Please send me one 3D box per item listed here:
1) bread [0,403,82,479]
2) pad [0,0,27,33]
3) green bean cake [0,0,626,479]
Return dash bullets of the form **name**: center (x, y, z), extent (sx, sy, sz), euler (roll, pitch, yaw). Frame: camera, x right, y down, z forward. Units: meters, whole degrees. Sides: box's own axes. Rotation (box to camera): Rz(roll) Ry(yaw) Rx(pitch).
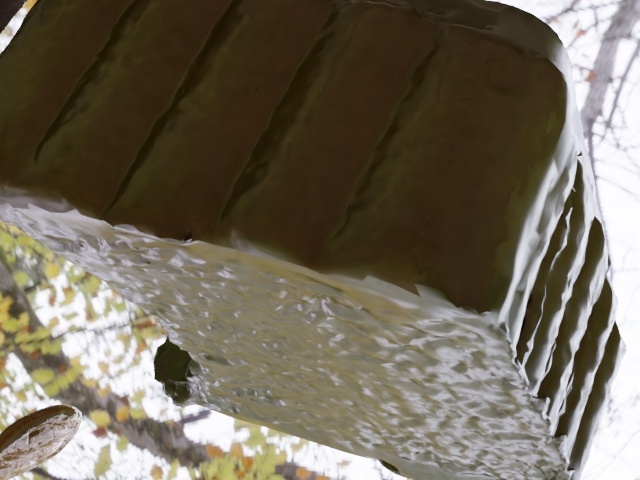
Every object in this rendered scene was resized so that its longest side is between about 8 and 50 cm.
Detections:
- **bread**: center (-0.263, 0.186, 1.066), extent (0.110, 0.110, 0.024), euler (-31, -109, -15)
- **pad**: center (-0.294, -0.250, 0.848), extent (0.233, 0.022, 0.174), euler (34, -106, -1)
- **green bean cake**: center (0.000, 0.000, 0.474), extent (0.233, 0.236, 0.124), euler (14, -113, 27)
